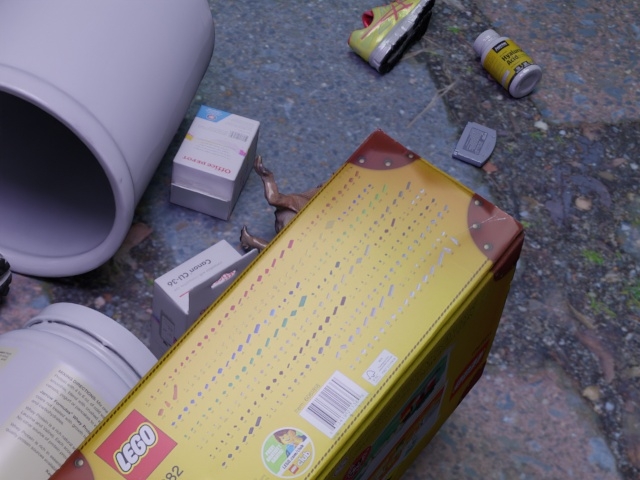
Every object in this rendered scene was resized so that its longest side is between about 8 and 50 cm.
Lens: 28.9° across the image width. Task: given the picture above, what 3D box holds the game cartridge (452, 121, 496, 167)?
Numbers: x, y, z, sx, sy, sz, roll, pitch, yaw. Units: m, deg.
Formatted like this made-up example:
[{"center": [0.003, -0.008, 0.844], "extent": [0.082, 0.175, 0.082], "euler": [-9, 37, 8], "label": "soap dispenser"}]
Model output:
[{"center": [0.243, -0.149, 1.941], "extent": [0.056, 0.017, 0.083], "euler": [20, 49, 11], "label": "game cartridge"}]

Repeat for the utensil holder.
[{"center": [-0.345, -0.199, 1.667], "extent": [0.327, 0.328, 0.385], "euler": [17, 46, 3], "label": "utensil holder"}]

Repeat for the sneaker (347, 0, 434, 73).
[{"center": [0.120, -0.367, 2.061], "extent": [0.094, 0.081, 0.208], "euler": [29, 51, 16], "label": "sneaker"}]

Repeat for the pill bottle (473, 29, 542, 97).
[{"center": [0.305, -0.294, 2.045], "extent": [0.065, 0.065, 0.116], "euler": [-23, 57, -28], "label": "pill bottle"}]

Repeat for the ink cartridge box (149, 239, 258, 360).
[{"center": [-0.146, 0.079, 1.544], "extent": [0.115, 0.198, 0.067], "euler": [-33, 63, -33], "label": "ink cartridge box"}]

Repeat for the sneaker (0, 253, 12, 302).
[{"center": [-0.523, 0.086, 1.550], "extent": [0.279, 0.107, 0.118], "euler": [-30, 43, -35], "label": "sneaker"}]

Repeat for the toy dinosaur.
[{"center": [0.000, 0.000, 1.699], "extent": [0.200, 0.127, 0.296], "euler": [6, 54, -15], "label": "toy dinosaur"}]

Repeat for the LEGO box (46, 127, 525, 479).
[{"center": [-0.025, 0.190, 1.284], "extent": [0.193, 0.372, 0.500], "euler": [35, 66, 17], "label": "LEGO box"}]

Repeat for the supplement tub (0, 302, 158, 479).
[{"center": [-0.326, 0.246, 1.340], "extent": [0.235, 0.235, 0.325], "euler": [28, 50, 13], "label": "supplement tub"}]

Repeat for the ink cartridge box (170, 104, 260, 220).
[{"center": [-0.154, -0.105, 1.773], "extent": [0.092, 0.090, 0.143], "euler": [18, 50, 4], "label": "ink cartridge box"}]
